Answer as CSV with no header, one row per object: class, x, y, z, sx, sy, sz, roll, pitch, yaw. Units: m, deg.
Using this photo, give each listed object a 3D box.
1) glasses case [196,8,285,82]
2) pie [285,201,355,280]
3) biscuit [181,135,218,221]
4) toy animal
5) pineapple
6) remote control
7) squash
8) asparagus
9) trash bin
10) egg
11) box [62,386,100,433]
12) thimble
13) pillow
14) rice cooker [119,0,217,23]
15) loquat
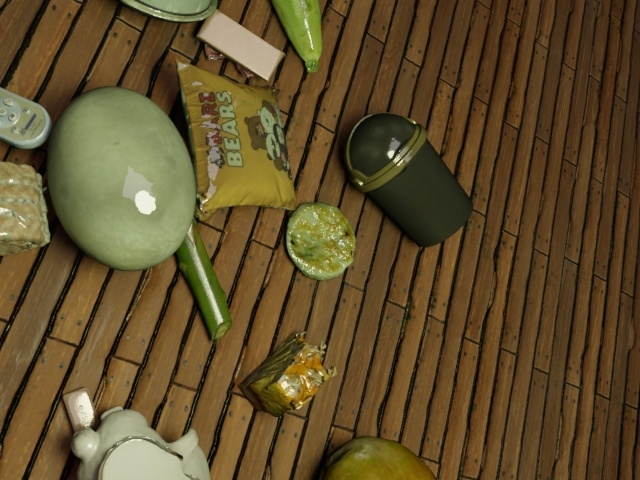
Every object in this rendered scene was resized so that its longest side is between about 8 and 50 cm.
glasses case,-0.189,-0.425,1.440,0.193,0.070,0.102,29,86,-15
pie,0.000,0.000,1.459,0.186,0.041,0.187,7,75,-27
biscuit,-0.264,-0.128,1.320,0.183,0.061,0.118,67,27,-6
toy animal,-0.291,0.438,1.132,0.208,0.154,0.325,-31,102,-21
pineapple,-0.069,0.280,1.299,0.114,0.186,0.236,57,17,-1
remote control,-0.596,-0.236,1.136,0.244,0.047,0.087,24,76,1
squash,-0.065,-0.588,1.517,0.118,0.118,0.371,-19,90,-31
asparagus,-0.244,0.070,1.295,0.067,0.060,0.278,-24,91,-19
trash bin,0.196,-0.155,1.508,0.334,0.214,0.214,49,61,-16
egg,-0.359,-0.113,1.153,0.258,0.258,0.352,-9,75,-30
box,-0.428,0.327,1.153,0.048,0.025,0.115,-17,87,-32
thimble,-0.583,-0.049,1.048,0.229,0.196,0.148,-9,85,-4
pillow,-0.170,-0.208,1.341,0.312,0.119,0.310,-2,81,-55
rice cooker,-0.312,-0.590,1.281,0.316,0.317,0.264,19,44,-24
loquat,0.109,0.549,1.276,0.284,0.276,0.276,45,60,8
